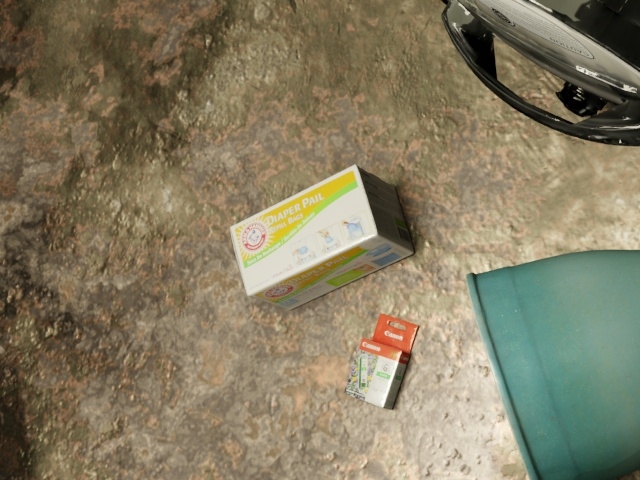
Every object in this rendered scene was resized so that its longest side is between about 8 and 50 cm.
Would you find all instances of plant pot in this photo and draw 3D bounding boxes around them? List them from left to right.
[{"bbox_3d":[0.322,0.127,1.419,0.255,0.271,0.272,-19,68,9],"label":"plant pot"}]

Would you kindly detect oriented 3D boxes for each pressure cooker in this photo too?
[{"bbox_3d":[0.348,-0.316,1.452,0.420,0.375,0.370,-57,16,5],"label":"pressure cooker"}]

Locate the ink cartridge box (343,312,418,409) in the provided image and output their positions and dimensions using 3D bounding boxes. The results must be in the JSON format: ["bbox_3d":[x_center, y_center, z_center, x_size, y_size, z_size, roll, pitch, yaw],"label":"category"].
[{"bbox_3d":[0.078,0.153,1.671,0.063,0.029,0.115,16,86,32],"label":"ink cartridge box"}]

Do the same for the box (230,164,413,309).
[{"bbox_3d":[0.000,0.000,1.706,0.203,0.114,0.103,-26,66,23],"label":"box"}]
